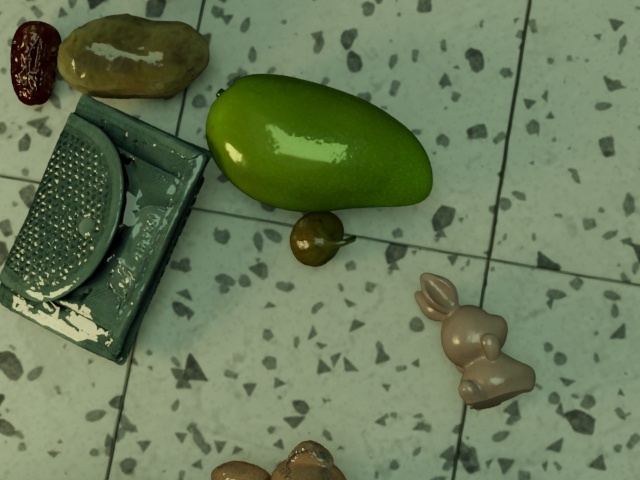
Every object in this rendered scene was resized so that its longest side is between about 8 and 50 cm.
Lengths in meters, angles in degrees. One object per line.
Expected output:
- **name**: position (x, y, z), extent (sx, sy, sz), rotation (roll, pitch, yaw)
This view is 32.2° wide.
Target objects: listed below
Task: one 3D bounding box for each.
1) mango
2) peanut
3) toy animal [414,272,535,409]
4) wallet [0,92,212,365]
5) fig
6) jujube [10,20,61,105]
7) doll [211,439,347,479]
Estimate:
- **mango**: position (-0.002, -0.129, 1.613), extent (0.343, 0.156, 0.192), rotation (16, 83, 7)
- **peanut**: position (-0.279, -0.275, 1.665), extent (0.224, 0.129, 0.129), rotation (3, 82, -6)
- **toy animal**: position (0.221, 0.133, 1.593), extent (0.124, 0.124, 0.212), rotation (-22, 75, -1)
- **wallet**: position (-0.326, -0.018, 1.616), extent (0.237, 0.075, 0.342), rotation (26, 95, 17)
- **fig**: position (0.000, 0.000, 1.626), extent (0.084, 0.098, 0.082), rotation (-11, 104, -20)
- **jujube**: position (-0.437, -0.271, 1.698), extent (0.077, 0.077, 0.129), rotation (4, 93, 3)
- **doll**: position (-0.076, 0.392, 1.569), extent (0.303, 0.156, 0.201), rotation (-16, 89, 28)
